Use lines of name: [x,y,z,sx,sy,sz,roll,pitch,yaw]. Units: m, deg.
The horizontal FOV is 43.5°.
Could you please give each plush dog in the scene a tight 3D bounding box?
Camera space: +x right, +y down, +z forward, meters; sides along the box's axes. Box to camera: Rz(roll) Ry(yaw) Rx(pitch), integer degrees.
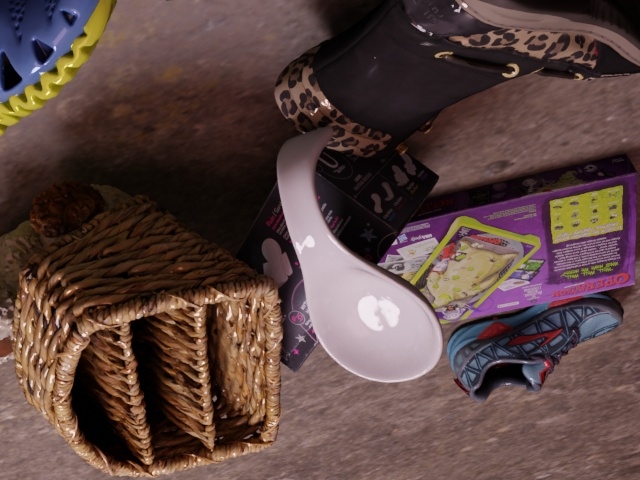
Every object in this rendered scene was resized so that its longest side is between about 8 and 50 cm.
plush dog: [-0.307,0.022,0.979,0.225,0.211,0.262,-37,154,9]

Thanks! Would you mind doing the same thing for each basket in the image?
basket: [-0.189,0.143,0.885,0.223,0.213,0.299,32,138,26]

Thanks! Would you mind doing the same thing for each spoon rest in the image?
spoon rest: [0.028,0.031,0.794,0.137,0.084,0.276,-15,110,31]

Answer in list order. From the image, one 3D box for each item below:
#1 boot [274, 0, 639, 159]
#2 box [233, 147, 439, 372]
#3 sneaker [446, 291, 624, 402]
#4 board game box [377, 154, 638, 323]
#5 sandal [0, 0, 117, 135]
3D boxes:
boot: [0.163,-0.188,0.813,0.377,0.138,0.284,-7,166,-44]
box: [0.000,0.000,0.943,0.142,0.163,0.247,37,126,4]
sneaker: [0.320,0.165,1.165,0.261,0.125,0.104,-23,130,16]
board game box: [0.243,0.014,1.077,0.346,0.056,0.208,-12,128,7]
sandal: [-0.331,-0.188,0.794,0.317,0.126,0.138,-30,123,22]
